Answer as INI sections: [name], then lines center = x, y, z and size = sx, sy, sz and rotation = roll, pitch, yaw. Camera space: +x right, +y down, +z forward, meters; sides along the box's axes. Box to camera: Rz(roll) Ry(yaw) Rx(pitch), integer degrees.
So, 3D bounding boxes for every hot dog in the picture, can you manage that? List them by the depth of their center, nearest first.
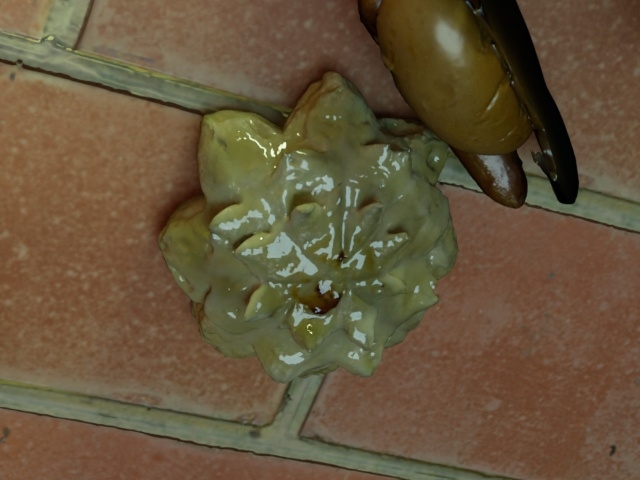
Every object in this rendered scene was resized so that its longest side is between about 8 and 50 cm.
[hot dog]
center = 0.116, -0.140, 1.185
size = 0.107, 0.194, 0.326
rotation = -17, 117, 19

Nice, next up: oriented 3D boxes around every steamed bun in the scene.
[steamed bun]
center = 0.000, 0.000, 1.256
size = 0.295, 0.137, 0.292
rotation = -31, 118, 6
